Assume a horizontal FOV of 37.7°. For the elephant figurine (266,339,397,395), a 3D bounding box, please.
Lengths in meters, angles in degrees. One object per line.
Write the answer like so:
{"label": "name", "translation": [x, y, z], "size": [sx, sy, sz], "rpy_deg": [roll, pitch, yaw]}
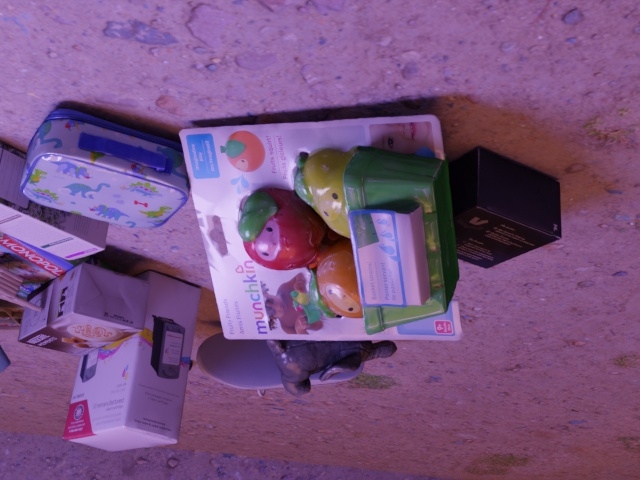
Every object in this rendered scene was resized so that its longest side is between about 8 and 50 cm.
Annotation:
{"label": "elephant figurine", "translation": [0.030, 0.214, 1.919], "size": [0.239, 0.186, 0.170], "rpy_deg": [-10, 111, 7]}

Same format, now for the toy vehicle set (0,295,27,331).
{"label": "toy vehicle set", "translation": [-0.694, 0.152, 2.007], "size": [0.266, 0.035, 0.166], "rpy_deg": [3, 156, 4]}

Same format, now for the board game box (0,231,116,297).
{"label": "board game box", "translation": [-0.544, 0.022, 1.672], "size": [0.213, 0.046, 0.317], "rpy_deg": [-5, 155, 23]}

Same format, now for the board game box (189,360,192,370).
{"label": "board game box", "translation": [-0.425, 0.302, 2.317], "size": [0.186, 0.026, 0.126], "rpy_deg": [18, 153, -28]}

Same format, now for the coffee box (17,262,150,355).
{"label": "coffee box", "translation": [-0.437, 0.132, 1.722], "size": [0.141, 0.098, 0.246], "rpy_deg": [21, 151, -34]}

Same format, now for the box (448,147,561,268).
{"label": "box", "translation": [0.230, -0.040, 1.328], "size": [0.155, 0.093, 0.158], "rpy_deg": [18, 154, -28]}

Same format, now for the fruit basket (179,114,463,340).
{"label": "fruit basket", "translation": [0.000, 0.000, 1.240], "size": [0.352, 0.165, 0.327], "rpy_deg": [-3, 115, 13]}

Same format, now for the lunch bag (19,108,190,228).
{"label": "lunch bag", "translation": [-0.292, -0.095, 1.298], "size": [0.218, 0.090, 0.176], "rpy_deg": [15, 156, -22]}

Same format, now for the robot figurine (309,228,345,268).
{"label": "robot figurine", "translation": [0.064, 0.009, 1.428], "size": [0.128, 0.158, 0.219], "rpy_deg": [44, 172, 27]}

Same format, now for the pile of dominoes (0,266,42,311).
{"label": "pile of dominoes", "translation": [-0.631, 0.054, 1.678], "size": [0.251, 0.040, 0.196], "rpy_deg": [13, 164, 32]}

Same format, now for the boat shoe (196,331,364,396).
{"label": "boat shoe", "translation": [-0.096, 0.271, 2.081], "size": [0.366, 0.136, 0.156], "rpy_deg": [0, 161, -14]}

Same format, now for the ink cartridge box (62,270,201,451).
{"label": "ink cartridge box", "translation": [-0.361, 0.238, 1.806], "size": [0.131, 0.306, 0.226], "rpy_deg": [24, 150, -37]}

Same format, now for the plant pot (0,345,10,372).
{"label": "plant pot", "translation": [-0.794, 0.179, 1.780], "size": [0.247, 0.247, 0.252], "rpy_deg": [13, 129, 33]}

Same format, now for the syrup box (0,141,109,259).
{"label": "syrup box", "translation": [-0.434, -0.057, 1.405], "size": [0.096, 0.093, 0.236], "rpy_deg": [-14, 151, 35]}

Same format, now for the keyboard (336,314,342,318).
{"label": "keyboard", "translation": [0.089, 0.147, 1.841], "size": [0.192, 0.038, 0.100], "rpy_deg": [18, -165, -29]}
